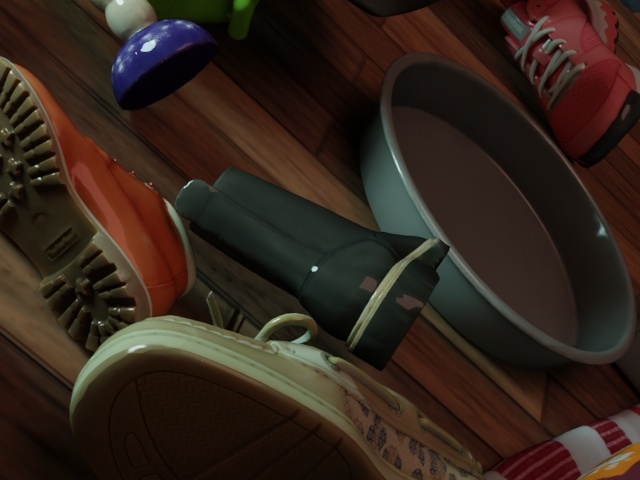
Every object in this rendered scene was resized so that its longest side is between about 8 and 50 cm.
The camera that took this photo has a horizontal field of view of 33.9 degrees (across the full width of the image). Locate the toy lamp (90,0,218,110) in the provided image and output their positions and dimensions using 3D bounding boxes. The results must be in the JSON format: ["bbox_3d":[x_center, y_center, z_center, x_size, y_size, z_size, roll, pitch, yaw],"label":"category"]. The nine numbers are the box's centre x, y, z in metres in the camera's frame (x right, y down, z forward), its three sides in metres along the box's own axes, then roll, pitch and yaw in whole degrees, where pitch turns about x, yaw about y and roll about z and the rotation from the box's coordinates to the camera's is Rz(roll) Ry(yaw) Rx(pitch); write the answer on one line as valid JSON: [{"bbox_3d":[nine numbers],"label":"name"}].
[{"bbox_3d":[-0.168,-0.208,0.638,0.274,0.080,0.080,57,33,4],"label":"toy lamp"}]

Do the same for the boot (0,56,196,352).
[{"bbox_3d":[-0.122,-0.025,0.535,0.158,0.059,0.085,60,30,-2],"label":"boot"}]

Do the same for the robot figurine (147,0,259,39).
[{"bbox_3d":[-0.083,-0.183,0.720,0.101,0.067,0.115,55,32,11],"label":"robot figurine"}]

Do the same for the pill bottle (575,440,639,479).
[{"bbox_3d":[0.145,0.209,0.420,0.392,0.224,0.224,-17,72,-46],"label":"pill bottle"}]

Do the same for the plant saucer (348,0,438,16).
[{"bbox_3d":[-0.047,-0.244,0.749,0.311,0.050,0.310,31,11,-7],"label":"plant saucer"}]

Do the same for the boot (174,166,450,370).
[{"bbox_3d":[0.000,0.000,0.617,0.137,0.077,0.198,32,2,4],"label":"boot"}]

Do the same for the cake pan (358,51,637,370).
[{"bbox_3d":[0.140,-0.020,0.844,0.293,0.054,0.293,31,38,-28],"label":"cake pan"}]

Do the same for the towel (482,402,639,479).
[{"bbox_3d":[0.254,0.218,0.711,0.329,0.037,0.237,-6,50,-48],"label":"towel"}]

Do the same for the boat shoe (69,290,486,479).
[{"bbox_3d":[-0.004,0.107,0.515,0.285,0.105,0.089,40,25,-37],"label":"boat shoe"}]

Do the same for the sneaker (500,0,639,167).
[{"bbox_3d":[0.248,-0.188,1.116,0.136,0.116,0.314,27,32,-16],"label":"sneaker"}]

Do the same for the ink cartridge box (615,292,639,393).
[{"bbox_3d":[0.412,0.126,0.898,0.273,0.197,0.114,50,31,-2],"label":"ink cartridge box"}]

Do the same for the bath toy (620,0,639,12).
[{"bbox_3d":[0.179,-0.328,1.063,0.348,0.151,0.129,14,67,-11],"label":"bath toy"}]
